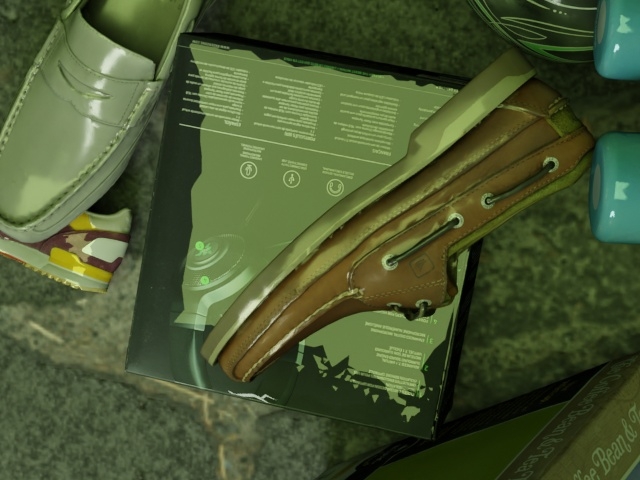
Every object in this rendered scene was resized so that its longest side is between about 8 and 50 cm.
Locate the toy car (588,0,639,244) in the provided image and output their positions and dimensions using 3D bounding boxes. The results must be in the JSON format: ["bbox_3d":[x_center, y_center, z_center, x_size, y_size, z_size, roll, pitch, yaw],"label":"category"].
[{"bbox_3d":[0.286,-0.065,1.095,0.219,0.238,0.210,4,79,1],"label":"toy car"}]

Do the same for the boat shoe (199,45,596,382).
[{"bbox_3d":[0.053,0.007,1.083,0.307,0.111,0.104,-42,88,12],"label":"boat shoe"}]

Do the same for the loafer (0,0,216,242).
[{"bbox_3d":[-0.167,-0.143,1.219,0.112,0.111,0.319,30,91,7],"label":"loafer"}]

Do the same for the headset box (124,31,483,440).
[{"bbox_3d":[0.000,0.000,1.215,0.246,0.131,0.283,11,99,9],"label":"headset box"}]

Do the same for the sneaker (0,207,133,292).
[{"bbox_3d":[-0.243,-0.025,1.302,0.185,0.069,0.084,24,88,5],"label":"sneaker"}]

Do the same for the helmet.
[{"bbox_3d":[0.177,-0.209,1.139,0.161,0.169,0.169,-30,90,-3],"label":"helmet"}]

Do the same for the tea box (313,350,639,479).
[{"bbox_3d":[0.099,0.262,1.091,0.323,0.329,0.220,-26,91,31],"label":"tea box"}]
